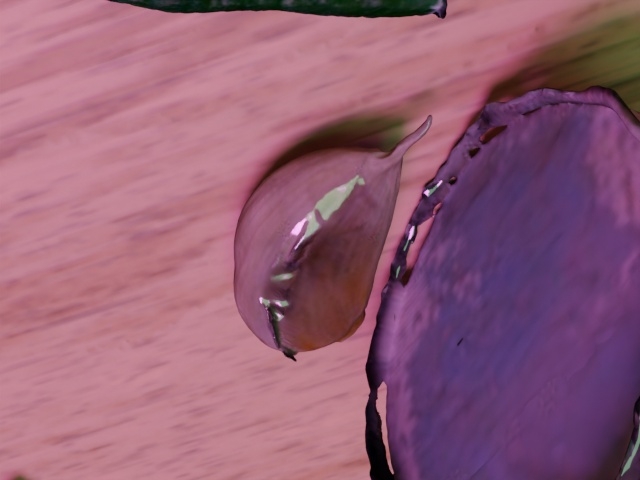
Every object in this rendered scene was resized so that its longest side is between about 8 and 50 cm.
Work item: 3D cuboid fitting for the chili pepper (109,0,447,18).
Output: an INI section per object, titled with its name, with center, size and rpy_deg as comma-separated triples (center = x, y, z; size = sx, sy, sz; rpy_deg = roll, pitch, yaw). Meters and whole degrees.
[chili pepper]
center = -0.082, -0.144, 0.370
size = 0.270, 0.099, 0.136
rpy_deg = -7, 131, -7

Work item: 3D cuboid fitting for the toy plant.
[toy plant]
center = 0.214, 0.083, 0.478
size = 0.332, 0.247, 0.247
rpy_deg = 18, 118, -21

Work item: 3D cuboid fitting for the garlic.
[garlic]
center = -0.005, -0.004, 0.492
size = 0.084, 0.066, 0.152
rpy_deg = -13, 131, -32
